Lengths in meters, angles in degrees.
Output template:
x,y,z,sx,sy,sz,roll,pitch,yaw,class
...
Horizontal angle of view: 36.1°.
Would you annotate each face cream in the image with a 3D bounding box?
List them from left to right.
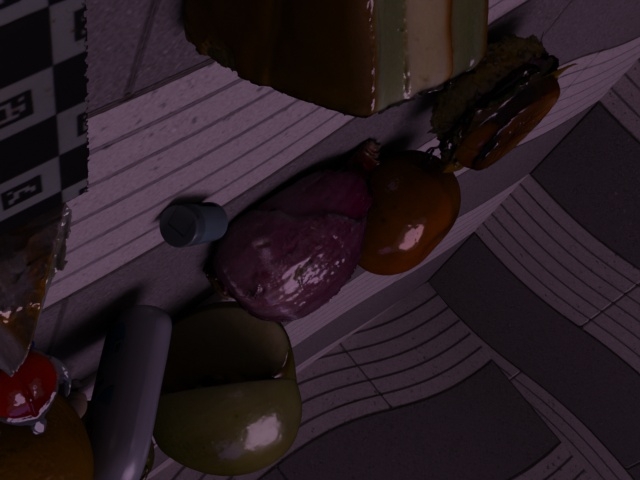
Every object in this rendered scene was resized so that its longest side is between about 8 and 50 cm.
x,y,z,sx,sy,sz,roll,pitch,yaw,class
-0.272,0.260,1.310,0.163,0.080,0.337,-37,-141,55,face cream

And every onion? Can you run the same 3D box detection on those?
x,y,z,sx,sy,sz,roll,pitch,yaw,class
0.000,0.000,1.496,0.348,0.159,0.267,-37,172,-5,onion

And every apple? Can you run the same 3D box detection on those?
x,y,z,sx,sy,sz,roll,pitch,yaw,class
-0.160,0.247,1.630,0.254,0.292,0.292,-12,168,1,apple

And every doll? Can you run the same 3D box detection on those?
x,y,z,sx,sy,sz,roll,pitch,yaw,class
-0.330,0.143,1.054,0.104,0.062,0.195,-50,143,-40,doll

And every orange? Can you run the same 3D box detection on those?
x,y,z,sx,sy,sz,roll,pitch,yaw,class
-0.389,0.281,1.182,0.236,0.236,0.236,-38,169,-9,orange
0.131,-0.051,1.679,0.240,0.171,0.240,-44,167,-13,orange

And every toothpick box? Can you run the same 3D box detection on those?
x,y,z,sx,sy,sz,roll,pitch,yaw,class
-0.152,-0.020,1.189,0.052,0.052,0.083,-43,170,19,toothpick box

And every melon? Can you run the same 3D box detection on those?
x,y,z,sx,sy,sz,roll,pitch,yaw,class
-0.265,0.008,0.800,0.093,0.139,0.203,7,-98,62,melon

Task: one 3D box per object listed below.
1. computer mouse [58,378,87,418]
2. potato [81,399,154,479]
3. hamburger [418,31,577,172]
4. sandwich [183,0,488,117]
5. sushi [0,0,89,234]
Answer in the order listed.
x,y,z,sx,sy,sz,roll,pitch,yaw,class
-0.430,0.285,1.389,0.145,0.082,0.236,-41,-175,42,computer mouse
-0.406,0.346,1.552,0.298,0.176,0.141,-15,168,7,potato
0.264,-0.215,1.541,0.261,0.139,0.243,-34,166,-25,hamburger
0.002,-0.230,0.744,0.155,0.227,0.198,-28,129,-38,sandwich
-0.302,-0.048,0.572,0.343,0.064,0.359,-30,168,-22,sushi
